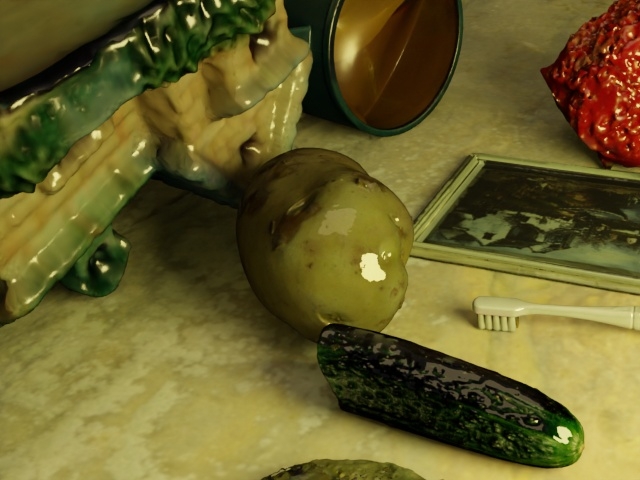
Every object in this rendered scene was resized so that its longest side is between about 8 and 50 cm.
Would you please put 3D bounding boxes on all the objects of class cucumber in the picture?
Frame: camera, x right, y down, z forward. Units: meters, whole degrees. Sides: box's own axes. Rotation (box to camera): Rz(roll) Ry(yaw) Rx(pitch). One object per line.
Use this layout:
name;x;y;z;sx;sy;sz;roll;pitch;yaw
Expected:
cucumber;0.102;0.128;0.928;0.241;0.075;0.074;14;37;31

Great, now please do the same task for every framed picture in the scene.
framed picture;0.251;-0.029;1.205;0.296;0.019;0.232;9;35;27

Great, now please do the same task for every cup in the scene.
cup;-0.020;-0.263;1.475;0.292;0.242;0.308;22;60;43

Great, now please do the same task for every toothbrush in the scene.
toothbrush;0.305;0.075;1.005;0.342;0.030;0.025;2;32;18

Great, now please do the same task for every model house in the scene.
model house;-0.235;-0.126;1.176;0.395;0.400;0.445;20;51;26

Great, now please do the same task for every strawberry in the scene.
strawberry;0.356;-0.188;1.280;0.184;0.202;0.186;37;32;19

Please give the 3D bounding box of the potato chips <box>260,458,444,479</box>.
potato chips;-0.004;0.231;0.824;0.202;0.029;0.220;12;38;36

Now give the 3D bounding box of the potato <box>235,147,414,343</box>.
potato;0.000;0.000;1.098;0.164;0.165;0.262;-16;25;-12
